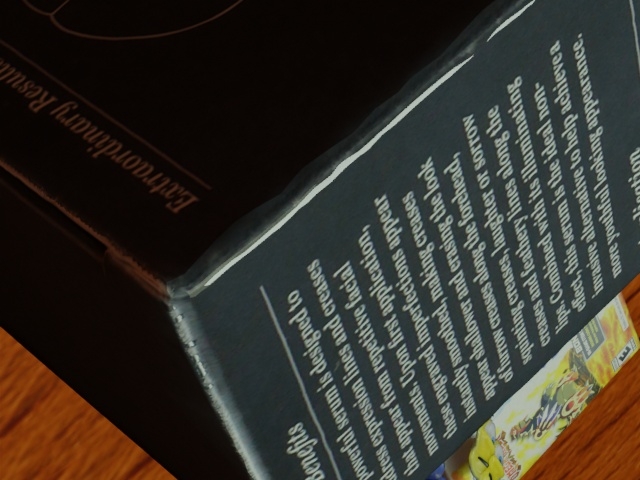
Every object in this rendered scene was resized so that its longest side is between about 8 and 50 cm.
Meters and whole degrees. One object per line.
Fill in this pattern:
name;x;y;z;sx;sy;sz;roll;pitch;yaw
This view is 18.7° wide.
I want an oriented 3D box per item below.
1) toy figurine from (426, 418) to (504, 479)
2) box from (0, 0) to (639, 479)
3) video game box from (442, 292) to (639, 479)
toy figurine;0.089;0.261;1.264;0.191;0.217;0.362;-28;142;-7
box;0.015;-0.108;0.844;0.395;0.293;0.212;-41;143;-17
video game box;0.132;0.080;1.351;0.187;0.048;0.205;-44;144;-10
